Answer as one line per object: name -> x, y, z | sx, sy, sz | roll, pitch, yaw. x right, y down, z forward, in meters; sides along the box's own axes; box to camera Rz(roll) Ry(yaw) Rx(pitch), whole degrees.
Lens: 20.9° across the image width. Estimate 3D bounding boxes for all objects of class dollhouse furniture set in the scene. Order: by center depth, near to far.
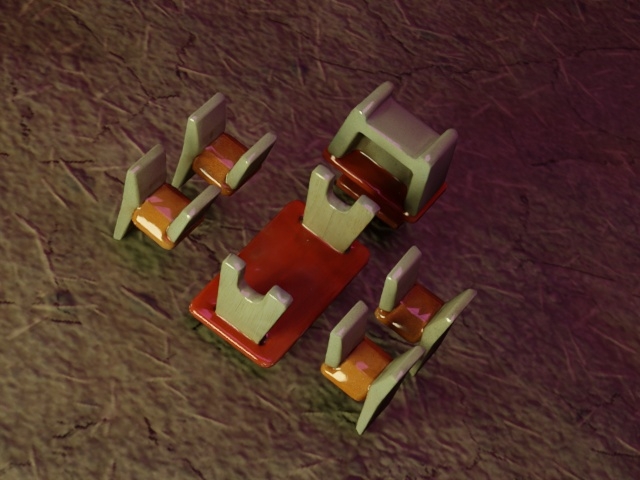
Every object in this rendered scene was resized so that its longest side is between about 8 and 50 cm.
dollhouse furniture set -> 0.000, 0.000, 1.408 | 0.262, 0.135, 0.259 | 38, 54, 10
